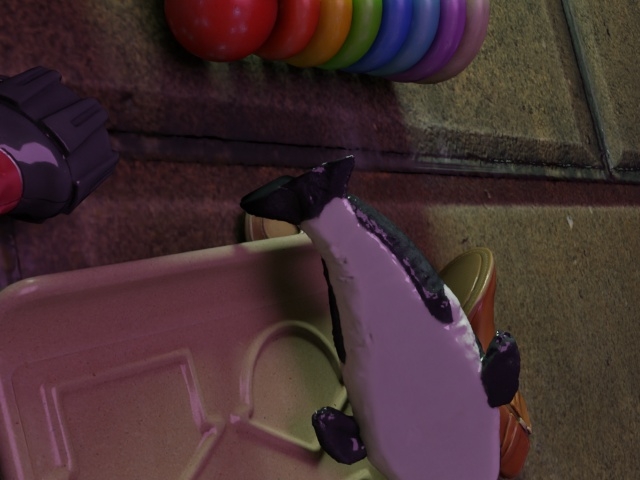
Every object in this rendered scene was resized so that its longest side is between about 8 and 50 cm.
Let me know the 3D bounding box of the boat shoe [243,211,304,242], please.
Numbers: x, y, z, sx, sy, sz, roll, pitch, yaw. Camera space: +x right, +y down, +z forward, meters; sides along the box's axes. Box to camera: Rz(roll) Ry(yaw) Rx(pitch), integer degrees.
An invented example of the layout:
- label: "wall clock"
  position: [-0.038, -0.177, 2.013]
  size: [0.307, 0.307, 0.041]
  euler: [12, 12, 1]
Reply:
- label: "boat shoe"
  position: [0.000, 0.002, 0.805]
  size: [0.153, 0.048, 0.056]
  euler: [26, 57, -42]

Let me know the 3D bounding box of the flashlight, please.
- label: "flashlight"
  position: [-0.203, 0.002, 0.486]
  size: [0.304, 0.103, 0.103]
  euler: [-55, 135, -57]

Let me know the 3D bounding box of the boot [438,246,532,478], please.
- label: "boot"
  position: [0.159, 0.121, 0.932]
  size: [0.152, 0.073, 0.197]
  euler: [39, 61, -32]

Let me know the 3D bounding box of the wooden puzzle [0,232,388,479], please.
- label: "wooden puzzle"
  position: [-0.065, 0.182, 0.640]
  size: [0.322, 0.080, 0.348]
  euler: [-10, 88, -51]

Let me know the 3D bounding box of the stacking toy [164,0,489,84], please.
- label: "stacking toy"
  position: [0.008, -0.202, 0.839]
  size: [0.330, 0.141, 0.141]
  euler: [-13, 86, -48]

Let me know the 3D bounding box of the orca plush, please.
- label: "orca plush"
  position: [0.039, 0.071, 0.694]
  size: [0.287, 0.151, 0.102]
  euler: [49, 0, -17]
